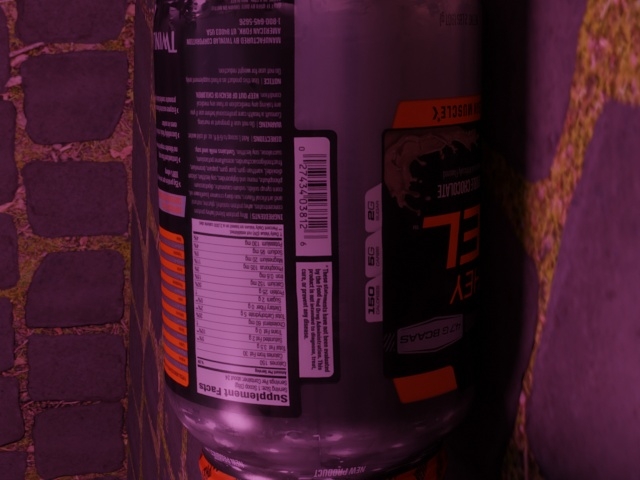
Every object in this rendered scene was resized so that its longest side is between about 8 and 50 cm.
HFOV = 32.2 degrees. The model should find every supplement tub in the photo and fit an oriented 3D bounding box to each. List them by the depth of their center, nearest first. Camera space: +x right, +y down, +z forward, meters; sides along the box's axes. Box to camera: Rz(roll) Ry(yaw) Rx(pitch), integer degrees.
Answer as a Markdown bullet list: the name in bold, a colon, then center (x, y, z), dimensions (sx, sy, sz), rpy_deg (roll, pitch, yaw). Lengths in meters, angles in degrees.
- **supplement tub**: center (0.000, 0.000, 0.714), dimensions (0.207, 0.207, 0.337), rpy_deg (-150, 58, -71)
